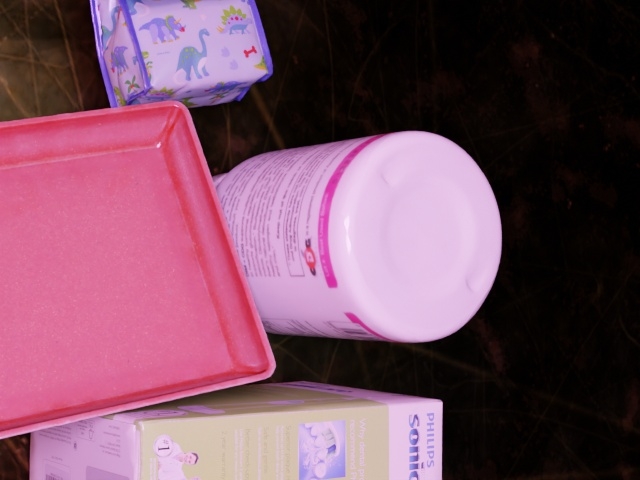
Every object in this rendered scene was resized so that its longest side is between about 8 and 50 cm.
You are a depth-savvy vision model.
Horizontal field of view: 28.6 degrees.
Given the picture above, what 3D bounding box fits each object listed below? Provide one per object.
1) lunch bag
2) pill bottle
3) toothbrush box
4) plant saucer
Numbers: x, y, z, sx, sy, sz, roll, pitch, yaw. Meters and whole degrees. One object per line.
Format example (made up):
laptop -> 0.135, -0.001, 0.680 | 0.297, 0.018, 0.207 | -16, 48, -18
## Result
lunch bag -> -0.126, -0.194, 1.084 | 0.129, 0.096, 0.151 | -11, 80, -32
pill bottle -> 0.000, 0.000, 1.044 | 0.160, 0.283, 0.160 | 1, 88, -35
toothbrush box -> -0.070, 0.187, 1.036 | 0.283, 0.206, 0.122 | 0, 89, -36
plant saucer -> -0.195, 0.023, 0.973 | 0.258, 0.047, 0.259 | -11, 64, -23
